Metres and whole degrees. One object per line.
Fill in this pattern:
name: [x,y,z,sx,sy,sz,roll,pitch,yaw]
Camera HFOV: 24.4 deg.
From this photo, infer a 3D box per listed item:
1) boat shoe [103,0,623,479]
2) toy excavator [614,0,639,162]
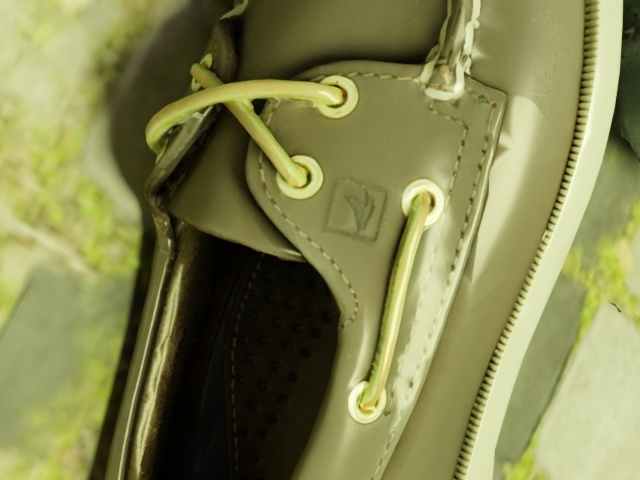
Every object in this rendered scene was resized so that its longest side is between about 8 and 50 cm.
boat shoe: [0.000,0.000,0.425,0.097,0.116,0.324,0,106,-44]
toy excavator: [0.215,-0.246,0.524,0.433,0.222,0.445,7,81,-42]
